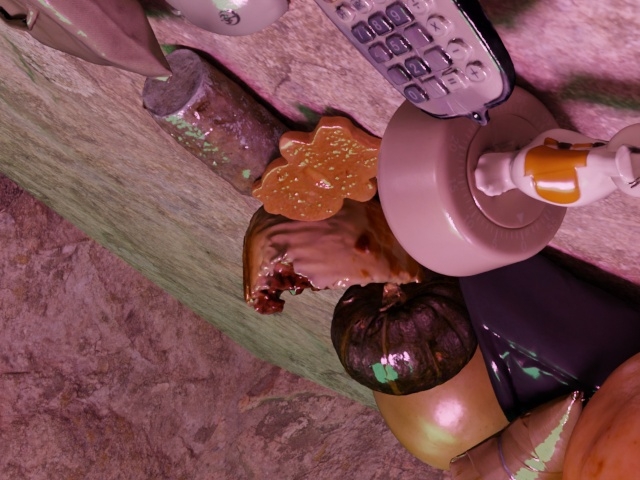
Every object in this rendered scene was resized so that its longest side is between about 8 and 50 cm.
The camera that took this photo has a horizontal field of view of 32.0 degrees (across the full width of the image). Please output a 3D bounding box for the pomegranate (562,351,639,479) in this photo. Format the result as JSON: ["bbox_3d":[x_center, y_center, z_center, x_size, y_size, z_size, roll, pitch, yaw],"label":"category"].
[{"bbox_3d":[0.460,0.268,1.123,0.412,0.411,0.411,28,167,7],"label":"pomegranate"}]

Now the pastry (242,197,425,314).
[{"bbox_3d":[0.007,-0.002,1.494,0.237,0.170,0.256,-10,176,-10],"label":"pastry"}]

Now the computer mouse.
[{"bbox_3d":[-0.110,-0.236,1.090,0.182,0.056,0.089,16,157,48],"label":"computer mouse"}]

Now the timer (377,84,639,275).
[{"bbox_3d":[0.190,-0.060,0.896,0.175,0.175,0.266,36,159,-27],"label":"timer"}]

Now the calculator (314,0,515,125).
[{"bbox_3d":[0.044,-0.189,0.835,0.268,0.040,0.177,52,163,-14],"label":"calculator"}]

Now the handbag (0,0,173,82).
[{"bbox_3d":[-0.319,-0.295,1.205,0.316,0.109,0.253,39,169,-38],"label":"handbag"}]

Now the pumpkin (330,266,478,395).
[{"bbox_3d":[0.122,0.121,1.598,0.224,0.224,0.157,17,137,44],"label":"pumpkin"}]

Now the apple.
[{"bbox_3d":[0.211,0.240,1.792,0.262,0.262,0.262,28,167,7],"label":"apple"}]

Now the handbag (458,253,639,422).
[{"bbox_3d":[0.272,0.137,1.408,0.275,0.177,0.302,24,166,21],"label":"handbag"}]

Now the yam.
[{"bbox_3d":[-0.122,-0.143,1.366,0.194,0.107,0.107,39,164,-33],"label":"yam"}]

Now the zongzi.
[{"bbox_3d":[0.309,0.247,1.328,0.228,0.115,0.256,8,136,-29],"label":"zongzi"}]

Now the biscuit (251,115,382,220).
[{"bbox_3d":[0.003,-0.080,1.324,0.134,0.027,0.184,20,139,-13],"label":"biscuit"}]
